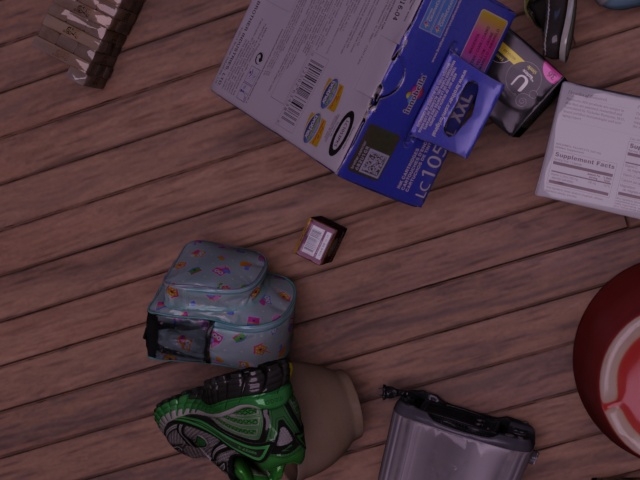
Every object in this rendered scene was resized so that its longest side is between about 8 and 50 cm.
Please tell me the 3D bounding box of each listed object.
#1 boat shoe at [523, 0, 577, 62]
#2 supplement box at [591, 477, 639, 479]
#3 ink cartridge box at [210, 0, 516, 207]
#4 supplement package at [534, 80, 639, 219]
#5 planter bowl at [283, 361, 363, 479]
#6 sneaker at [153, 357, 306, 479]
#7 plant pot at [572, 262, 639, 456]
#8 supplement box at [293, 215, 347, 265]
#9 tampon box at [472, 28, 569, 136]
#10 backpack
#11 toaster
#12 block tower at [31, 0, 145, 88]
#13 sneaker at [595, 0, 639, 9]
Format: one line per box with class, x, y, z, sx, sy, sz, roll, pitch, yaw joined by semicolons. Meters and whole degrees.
boat shoe;0.288;-0.310;1.873;0.069;0.081;0.227;6;50;6
supplement box;0.397;0.357;1.947;0.083;0.056;0.083;-2;93;11
ink cartridge box;0.058;-0.219;1.827;0.395;0.151;0.270;37;104;52
supplement package;0.416;-0.100;1.844;0.262;0.204;0.145;14;98;10
planter bowl;-0.008;0.232;1.982;0.109;0.162;0.162;-15;90;-14
sneaker;-0.120;0.252;1.916;0.134;0.343;0.146;-12;82;-22
plant pot;0.443;0.163;1.834;0.275;0.243;0.275;1;93;11
supplement box;0.000;0.000;1.994;0.043;0.083;0.055;25;98;8
tampon box;0.238;-0.206;1.896;0.120;0.161;0.101;42;100;6
backpack;-0.124;0.090;1.978;0.188;0.166;0.144;15;118;5
toaster;0.165;0.291;1.955;0.227;0.129;0.146;16;98;9
block tower;-0.277;-0.377;2.027;0.097;0.091;0.335;27;97;10
sneaker;0.525;-0.324;1.848;0.366;0.135;0.150;-15;87;13
